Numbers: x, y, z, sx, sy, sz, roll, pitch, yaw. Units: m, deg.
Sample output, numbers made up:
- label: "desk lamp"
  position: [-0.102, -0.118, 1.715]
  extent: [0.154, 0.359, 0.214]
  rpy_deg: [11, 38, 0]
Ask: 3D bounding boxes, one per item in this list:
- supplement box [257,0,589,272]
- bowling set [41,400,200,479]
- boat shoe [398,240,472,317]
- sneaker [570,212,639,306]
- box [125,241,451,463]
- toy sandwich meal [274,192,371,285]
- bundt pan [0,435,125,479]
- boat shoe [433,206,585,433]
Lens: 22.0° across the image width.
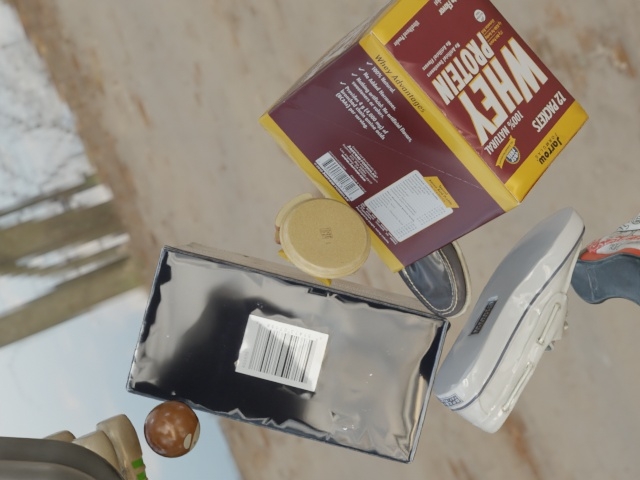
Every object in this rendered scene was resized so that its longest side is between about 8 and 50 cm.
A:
- label: "supplement box"
  position: [0.088, -0.107, 1.439]
  extent: [0.191, 0.129, 0.194]
  rpy_deg: [48, 144, -8]
- label: "bowling set"
  position: [-0.194, 0.251, 1.538]
  extent: [0.287, 0.199, 0.154]
  rpy_deg: [-27, -83, -78]
- label: "boat shoe"
  position: [0.078, -0.009, 1.649]
  extent: [0.075, 0.065, 0.206]
  rpy_deg: [-33, 83, 34]
- label: "sneaker"
  position: [0.410, 0.017, 1.942]
  extent: [0.090, 0.145, 0.270]
  rpy_deg: [62, 163, -11]
- label: "box"
  position: [-0.033, 0.128, 2.009]
  extent: [0.312, 0.343, 0.179]
  rpy_deg: [-34, -42, -87]
- label: "toy sandwich meal"
  position: [0.000, 0.000, 1.368]
  extent: [0.086, 0.085, 0.029]
  rpy_deg: [59, 155, 21]
- label: "bundt pan"
  position: [-0.159, 0.268, 0.977]
  extent: [0.331, 0.124, 0.331]
  rpy_deg: [174, 90, -86]
- label: "boat shoe"
  position: [0.223, 0.086, 1.775]
  extent: [0.088, 0.267, 0.096]
  rpy_deg: [41, 153, -17]
